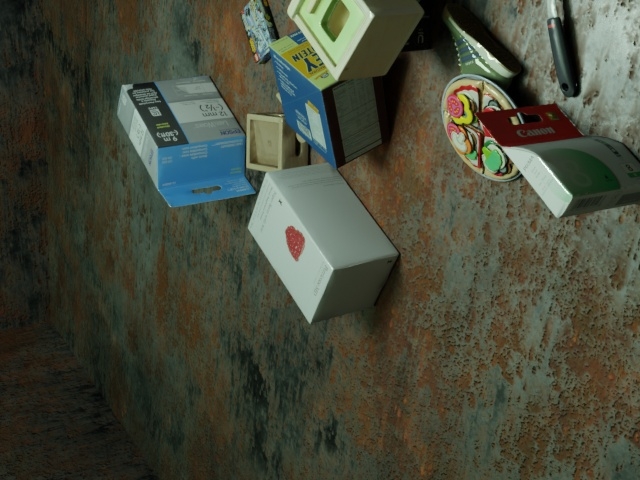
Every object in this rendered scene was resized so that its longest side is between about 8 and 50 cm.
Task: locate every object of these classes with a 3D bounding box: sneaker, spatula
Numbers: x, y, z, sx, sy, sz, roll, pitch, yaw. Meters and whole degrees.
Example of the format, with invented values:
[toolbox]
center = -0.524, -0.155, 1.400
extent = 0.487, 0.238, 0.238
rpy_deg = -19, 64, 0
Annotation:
[sneaker]
center = 0.257, -0.317, 1.630
extent = 0.192, 0.064, 0.086
rpy_deg = 54, 136, 28
[spatula]
center = 0.364, -0.369, 1.479
extent = 0.084, 0.030, 0.297
rpy_deg = 1, 102, 58

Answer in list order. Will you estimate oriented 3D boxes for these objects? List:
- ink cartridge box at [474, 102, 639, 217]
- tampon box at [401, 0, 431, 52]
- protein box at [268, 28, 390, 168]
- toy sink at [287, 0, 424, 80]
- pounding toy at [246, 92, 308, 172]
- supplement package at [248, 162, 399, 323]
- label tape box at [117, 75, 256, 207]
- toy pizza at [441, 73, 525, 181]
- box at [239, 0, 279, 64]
[ink cartridge box]
center = 0.363, -0.138, 1.418
extent = 0.225, 0.180, 0.056
rpy_deg = 60, 143, 29
[tampon box]
center = 0.126, -0.429, 1.745
extent = 0.101, 0.120, 0.161
rpy_deg = 20, 117, 52
[protein box]
center = 0.018, -0.293, 1.888
extent = 0.200, 0.136, 0.201
rpy_deg = 46, 158, 40
[toy sink]
center = 0.041, -0.416, 1.647
extent = 0.234, 0.131, 0.153
rpy_deg = 59, 140, 22
[pounding toy]
center = -0.068, -0.245, 2.150
extent = 0.206, 0.094, 0.181
rpy_deg = 14, 107, 45
[supplement package]
center = 0.000, 0.000, 2.038
extent = 0.293, 0.175, 0.178
rpy_deg = 55, 140, 32
[label tape box]
center = -0.330, -0.255, 2.398
extent = 0.348, 0.249, 0.115
rpy_deg = 56, 142, 30
[toy pizza]
center = 0.274, -0.187, 1.627
extent = 0.201, 0.032, 0.201
rpy_deg = 41, 149, 31
[box]
center = -0.141, -0.495, 2.230
extent = 0.094, 0.027, 0.137
rpy_deg = -30, 75, 55
